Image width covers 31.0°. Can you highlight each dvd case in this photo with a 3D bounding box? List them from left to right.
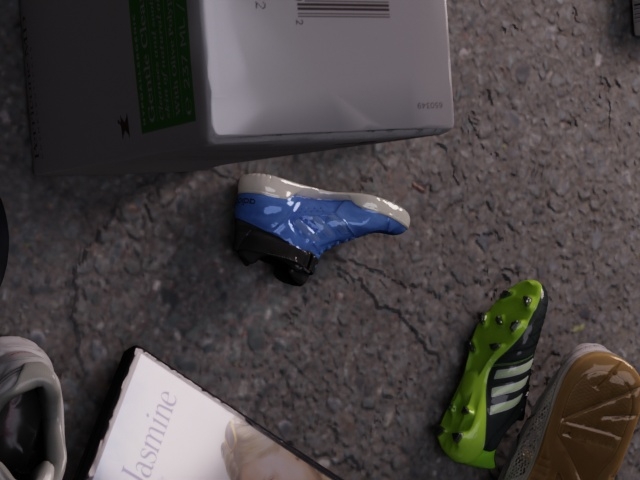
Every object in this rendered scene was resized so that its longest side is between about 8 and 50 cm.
[{"bbox_3d":[-0.077,0.217,0.897,0.253,0.022,0.180,37,46,-24],"label":"dvd case"}]

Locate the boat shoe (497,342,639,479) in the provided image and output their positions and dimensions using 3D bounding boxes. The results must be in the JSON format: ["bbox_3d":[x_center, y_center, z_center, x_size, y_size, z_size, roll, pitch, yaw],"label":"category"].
[{"bbox_3d":[0.212,0.224,1.051,0.098,0.096,0.277,22,99,-3],"label":"boat shoe"}]

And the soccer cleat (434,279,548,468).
[{"bbox_3d":[0.165,0.122,1.050,0.072,0.060,0.179,29,84,-35],"label":"soccer cleat"}]

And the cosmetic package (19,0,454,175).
[{"bbox_3d":[-0.077,-0.145,0.743,0.155,0.365,0.197,-6,91,-28],"label":"cosmetic package"}]

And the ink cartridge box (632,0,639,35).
[{"bbox_3d":[0.399,-0.313,1.157,0.208,0.045,0.206,-6,94,-25],"label":"ink cartridge box"}]

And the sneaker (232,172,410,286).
[{"bbox_3d":[0.000,0.000,0.956,0.152,0.058,0.085,11,81,-22],"label":"sneaker"}]

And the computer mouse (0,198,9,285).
[{"bbox_3d":[-0.270,-0.068,0.830,0.071,0.041,0.242,-11,96,-25],"label":"computer mouse"}]

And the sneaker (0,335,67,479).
[{"bbox_3d":[-0.228,0.188,0.815,0.090,0.115,0.232,3,90,-26],"label":"sneaker"}]
